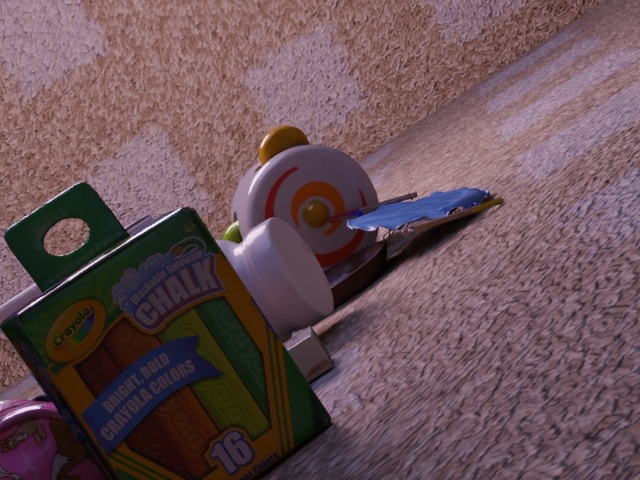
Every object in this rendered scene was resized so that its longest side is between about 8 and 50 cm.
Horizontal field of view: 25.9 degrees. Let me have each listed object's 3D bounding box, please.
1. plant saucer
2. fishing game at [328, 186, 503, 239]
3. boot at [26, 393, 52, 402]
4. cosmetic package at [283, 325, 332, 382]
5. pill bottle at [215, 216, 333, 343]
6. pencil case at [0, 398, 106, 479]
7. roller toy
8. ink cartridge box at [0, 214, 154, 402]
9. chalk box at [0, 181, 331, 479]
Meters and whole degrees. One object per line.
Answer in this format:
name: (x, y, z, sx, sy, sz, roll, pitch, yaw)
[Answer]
plant saucer: (0.019, 0.057, 1.770, 0.168, 0.029, 0.168, -32, 5, 3)
fishing game: (0.126, -0.031, 1.763, 0.189, 0.041, 0.264, -18, 10, -22)
boot: (-0.467, 0.319, 2.001, 0.176, 0.088, 0.244, -33, 9, 23)
cosmetic package: (-0.046, 0.138, 1.410, 0.115, 0.041, 0.060, -33, 6, 3)
pill bottle: (-0.134, 0.098, 1.624, 0.278, 0.162, 0.162, -32, 6, 16)
pencil case: (-0.311, 0.242, 1.436, 0.167, 0.160, 0.386, -66, 16, -14)
roller toy: (-0.019, -0.037, 1.925, 0.146, 0.191, 0.209, 177, 112, -76)
ink cartridge box: (-0.295, 0.124, 1.958, 0.129, 0.223, 0.307, -38, 8, -41)
chalk box: (-0.158, 0.087, 1.217, 0.180, 0.289, 0.179, -36, 6, -17)
